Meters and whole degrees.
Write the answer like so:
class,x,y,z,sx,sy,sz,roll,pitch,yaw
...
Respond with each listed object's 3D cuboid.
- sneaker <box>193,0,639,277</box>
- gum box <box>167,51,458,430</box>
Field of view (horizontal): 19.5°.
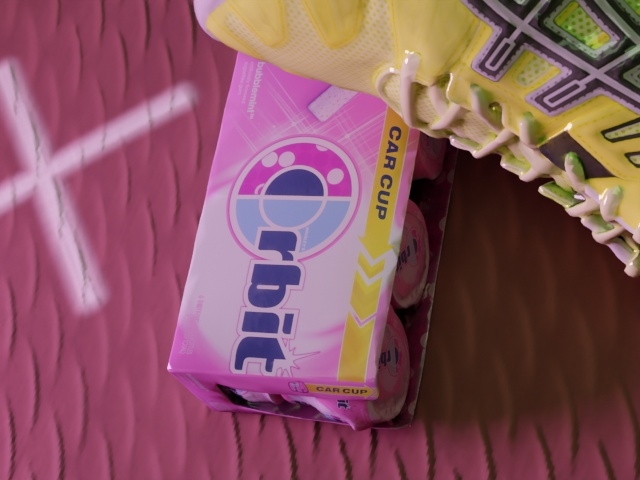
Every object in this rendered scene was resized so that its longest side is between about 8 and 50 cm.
class,x,y,z,sx,sy,sz,roll,pitch,yaw
sneaker,0.124,-0.070,0.819,0.384,0.145,0.147,10,74,11
gum box,0.000,0.000,0.917,0.107,0.062,0.188,2,67,22
